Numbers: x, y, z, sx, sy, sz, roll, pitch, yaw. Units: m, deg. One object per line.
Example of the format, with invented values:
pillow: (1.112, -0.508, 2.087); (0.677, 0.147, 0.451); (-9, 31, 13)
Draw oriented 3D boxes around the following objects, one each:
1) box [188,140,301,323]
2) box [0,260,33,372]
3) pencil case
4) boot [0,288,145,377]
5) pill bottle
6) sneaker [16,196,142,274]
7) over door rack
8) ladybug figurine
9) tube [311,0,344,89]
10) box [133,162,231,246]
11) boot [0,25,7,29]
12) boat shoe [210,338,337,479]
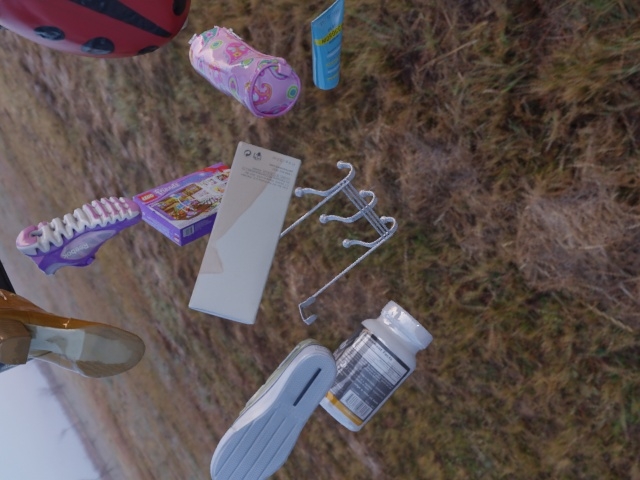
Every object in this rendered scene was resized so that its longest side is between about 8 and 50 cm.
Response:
box: (-0.140, -0.008, 1.210); (0.121, 0.311, 0.148); (17, 170, -7)
box: (-0.762, 0.159, 1.302); (0.293, 0.295, 0.073); (57, 149, 19)
pencil case: (-0.158, -0.343, 1.307); (0.284, 0.124, 0.124); (42, 154, 44)
boot: (-0.488, 0.157, 1.186); (0.211, 0.295, 0.104); (27, 98, 42)
pill bottle: (0.116, 0.281, 1.483); (0.162, 0.278, 0.162); (42, 176, 3)
sneaker: (-0.461, -0.005, 1.279); (0.095, 0.236, 0.104); (46, 154, 53)
over door rack: (0.000, 0.000, 1.491); (0.239, 0.324, 0.108); (46, 177, -42)
ladybug figurine: (-0.375, -0.424, 1.036); (0.305, 0.449, 0.162); (-49, 59, 24)
tube: (0.012, -0.359, 1.200); (0.052, 0.080, 0.207); (37, 163, 13)
box: (-0.311, -0.103, 1.715); (0.201, 0.293, 0.057); (31, 133, 33)
boot: (-0.723, -0.484, 1.452); (0.263, 0.229, 0.091); (-21, 92, 26)
boat shoe: (-0.078, 0.304, 1.137); (0.109, 0.302, 0.094); (40, -178, -12)
